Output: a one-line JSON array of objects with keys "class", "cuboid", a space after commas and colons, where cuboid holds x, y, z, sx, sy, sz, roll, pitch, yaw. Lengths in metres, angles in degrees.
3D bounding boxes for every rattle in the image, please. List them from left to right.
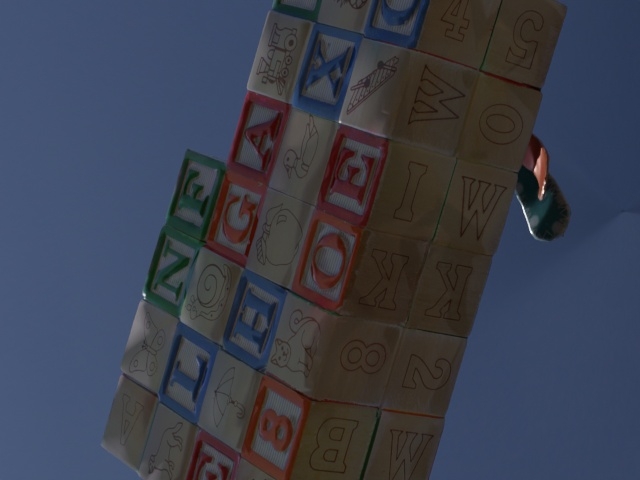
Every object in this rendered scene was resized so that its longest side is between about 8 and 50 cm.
[{"class": "rattle", "cuboid": [0.087, -0.086, 0.953, 0.199, 0.143, 0.130, 5, -54, 47]}]

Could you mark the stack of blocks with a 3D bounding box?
[{"class": "stack of blocks", "cuboid": [0.000, 0.000, 0.852, 0.171, 0.087, 0.297, 25, -80, 52]}]
